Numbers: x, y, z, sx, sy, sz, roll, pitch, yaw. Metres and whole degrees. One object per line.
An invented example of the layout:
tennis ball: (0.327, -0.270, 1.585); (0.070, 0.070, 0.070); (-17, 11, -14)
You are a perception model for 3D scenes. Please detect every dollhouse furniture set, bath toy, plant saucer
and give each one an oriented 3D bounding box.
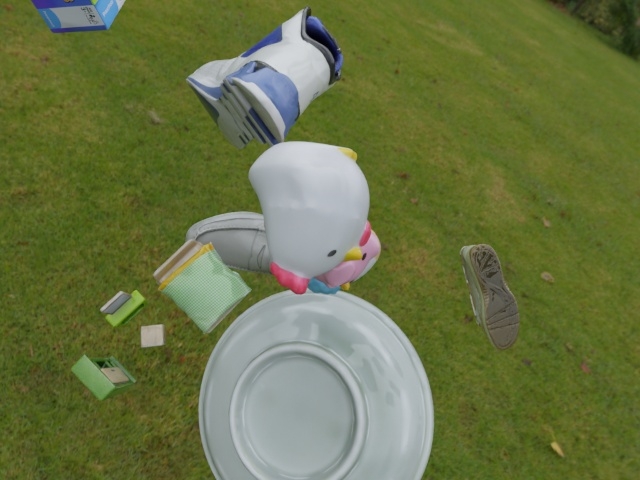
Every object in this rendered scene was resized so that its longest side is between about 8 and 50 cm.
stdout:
dollhouse furniture set: (-0.140, 0.065, 0.414); (0.076, 0.058, 0.152); (44, 77, 7)
bath toy: (0.000, 0.000, 0.533); (0.151, 0.348, 0.129); (8, 83, 2)
plant saucer: (-0.027, 0.271, 0.737); (0.400, 0.400, 0.100); (50, 5, 17)

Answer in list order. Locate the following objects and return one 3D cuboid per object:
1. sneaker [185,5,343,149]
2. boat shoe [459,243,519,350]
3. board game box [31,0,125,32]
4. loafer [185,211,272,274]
sneaker: (-0.067, -0.232, 0.685); (0.182, 0.315, 0.128); (-41, 120, -13)
boat shoe: (0.238, 0.080, 0.672); (0.056, 0.048, 0.153); (-20, 91, -13)
board game box: (-0.278, -0.453, 0.545); (0.077, 0.233, 0.348); (2, 59, 11)
loafer: (-0.095, 0.014, 0.911); (0.319, 0.112, 0.111); (1, 27, -21)
